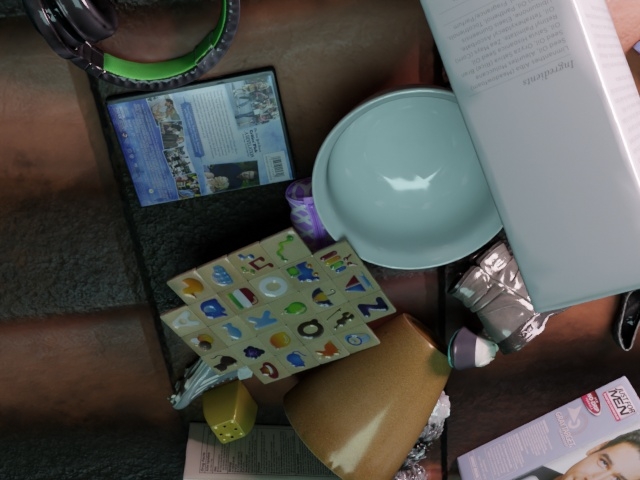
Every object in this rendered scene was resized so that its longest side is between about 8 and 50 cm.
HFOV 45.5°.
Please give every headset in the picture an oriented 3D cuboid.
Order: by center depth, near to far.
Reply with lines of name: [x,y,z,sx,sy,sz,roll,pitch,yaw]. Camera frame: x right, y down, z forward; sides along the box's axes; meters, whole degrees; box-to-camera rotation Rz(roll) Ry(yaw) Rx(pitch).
headset: [-0.284,-0.362,0.967,0.243,0.185,0.394,-38,132,23]

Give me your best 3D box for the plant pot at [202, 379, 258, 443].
plant pot: [-0.169,0.323,1.405,0.081,0.083,0.081,-21,121,10]

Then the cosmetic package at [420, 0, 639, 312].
cosmetic package: [0.280,-0.170,0.917,0.161,0.230,0.453,-20,91,32]

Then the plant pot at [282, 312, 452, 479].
plant pot: [0.107,0.258,1.317,0.237,0.237,0.254,37,101,-23]

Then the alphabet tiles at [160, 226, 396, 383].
alphabet tiles: [-0.069,0.115,1.214,0.343,0.011,0.285,-23,128,20]

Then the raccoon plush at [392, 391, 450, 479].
raccoon plush: [0.210,0.532,1.456,0.299,0.216,0.446,29,116,-10]

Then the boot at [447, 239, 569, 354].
boot: [0.341,0.059,1.261,0.246,0.083,0.161,-35,84,-18]

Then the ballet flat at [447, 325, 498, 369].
ballet flat: [0.264,0.177,1.286,0.074,0.203,0.074,0,89,19]

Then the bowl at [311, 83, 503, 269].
bowl: [0.135,-0.112,1.116,0.298,0.134,0.297,0,127,1]

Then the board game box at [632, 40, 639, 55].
board game box: [0.585,-0.263,1.114,0.160,0.039,0.211,-41,117,20]

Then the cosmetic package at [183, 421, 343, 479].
cosmetic package: [-0.107,0.444,1.445,0.296,0.153,0.129,5,120,-5]

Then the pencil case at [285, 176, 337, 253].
pencil case: [0.000,0.000,1.212,0.086,0.088,0.206,-7,121,12]

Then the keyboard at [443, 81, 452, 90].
keyboard: [0.261,-0.177,1.148,0.192,0.038,0.100,30,115,-21]

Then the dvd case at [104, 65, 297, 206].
dvd case: [-0.174,-0.153,1.145,0.253,0.022,0.180,-10,121,3]

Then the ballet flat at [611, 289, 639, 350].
ballet flat: [0.557,0.118,1.343,0.057,0.049,0.173,-1,122,-4]

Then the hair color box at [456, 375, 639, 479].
hair color box: [0.483,0.441,1.503,0.374,0.113,0.185,-31,118,14]

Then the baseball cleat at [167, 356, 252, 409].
baseball cleat: [-0.184,0.241,1.360,0.109,0.072,0.206,28,117,-19]
